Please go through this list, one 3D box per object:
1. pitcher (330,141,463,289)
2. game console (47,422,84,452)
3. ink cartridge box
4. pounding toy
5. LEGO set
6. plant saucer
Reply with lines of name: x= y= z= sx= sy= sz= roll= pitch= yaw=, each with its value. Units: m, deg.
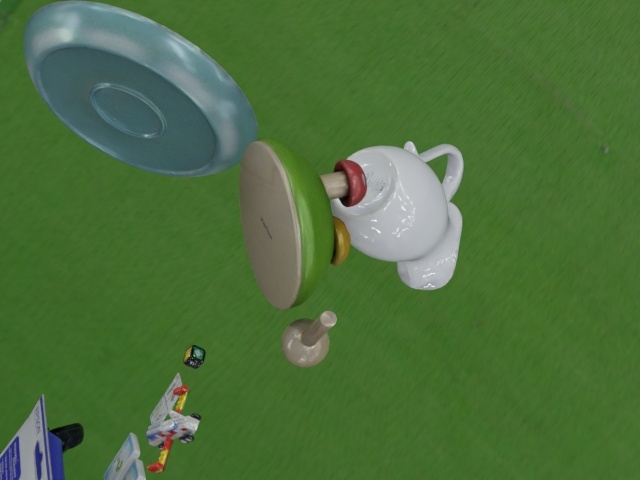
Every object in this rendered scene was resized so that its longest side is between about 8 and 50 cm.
pitcher: x=0.102 y=-0.054 z=1.700 sx=0.125 sy=0.207 sz=0.178 roll=10 pitch=76 yaw=31
game console: x=-0.447 y=0.346 z=1.901 sx=0.361 sy=0.213 sz=0.044 roll=-38 pitch=87 yaw=15
ink cartridge box: x=-0.367 y=0.346 z=1.693 sx=0.065 sy=0.165 sz=0.333 roll=20 pitch=126 yaw=-30
pounding toy: x=0.000 y=0.000 z=1.548 sx=0.110 sy=0.183 sz=0.237 roll=-10 pitch=72 yaw=-20
LEGO set: x=-0.220 y=0.249 z=1.856 sx=0.060 sy=0.182 sz=0.244 roll=28 pitch=104 yaw=-22
plant saucer: x=-0.230 y=-0.171 z=1.792 sx=0.317 sy=0.044 sz=0.318 roll=19 pitch=152 yaw=10
